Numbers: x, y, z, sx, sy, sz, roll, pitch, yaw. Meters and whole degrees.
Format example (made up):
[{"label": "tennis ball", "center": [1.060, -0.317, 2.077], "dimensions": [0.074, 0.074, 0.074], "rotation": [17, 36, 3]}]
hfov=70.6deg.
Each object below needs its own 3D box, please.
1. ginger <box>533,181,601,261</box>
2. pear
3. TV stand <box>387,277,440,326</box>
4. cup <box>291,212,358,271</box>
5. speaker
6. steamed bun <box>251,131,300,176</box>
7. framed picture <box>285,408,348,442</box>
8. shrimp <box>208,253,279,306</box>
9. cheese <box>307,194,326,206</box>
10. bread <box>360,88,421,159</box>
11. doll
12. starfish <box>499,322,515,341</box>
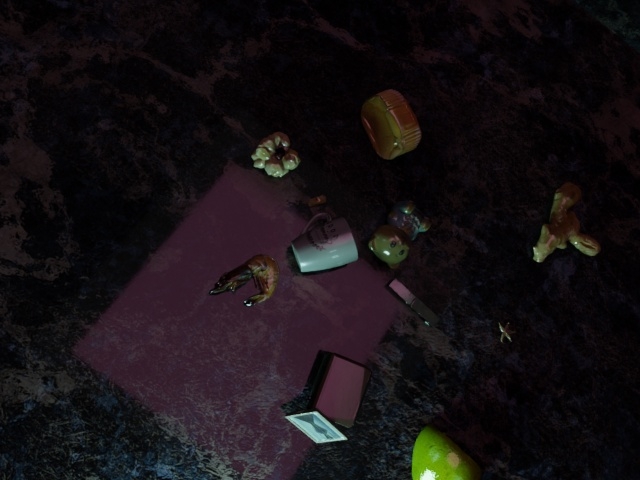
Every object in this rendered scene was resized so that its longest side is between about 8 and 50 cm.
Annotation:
[{"label": "ginger", "center": [1.110, -0.079, 2.081], "dimensions": [0.348, 0.122, 0.362], "rotation": [-12, 91, -21]}, {"label": "pear", "center": [0.476, 0.905, 1.759], "dimensions": [0.288, 0.139, 0.239], "rotation": [43, 83, 1]}, {"label": "TV stand", "center": [0.391, 0.263, 1.912], "dimensions": [0.256, 0.040, 0.049], "rotation": [43, 76, 0]}, {"label": "cup", "center": [0.000, 0.000, 1.839], "dimensions": [0.234, 0.186, 0.258], "rotation": [-17, 53, -6]}, {"label": "speaker", "center": [0.067, 0.563, 1.730], "dimensions": [0.193, 0.153, 0.230], "rotation": [24, 75, -4]}, {"label": "steamed bun", "center": [-0.192, -0.360, 1.892], "dimensions": [0.192, 0.106, 0.177], "rotation": [-33, 85, -14]}, {"label": "framed picture", "center": [-0.014, 0.685, 1.664], "dimensions": [0.203, 0.150, 0.015], "rotation": [51, 35, -27]}, {"label": "shrimp", "center": [-0.287, 0.177, 1.791], "dimensions": [0.289, 0.075, 0.178], "rotation": [-31, 88, -28]}, {"label": "cheese", "center": [-0.016, -0.170, 1.920], "dimensions": [0.083, 0.044, 0.030], "rotation": [-19, 67, -12]}, {"label": "bread", "center": [0.315, -0.511, 1.987], "dimensions": [0.156, 0.204, 0.288], "rotation": [-29, 88, -33]}, {"label": "doll", "center": [0.319, -0.026, 1.894], "dimensions": [0.177, 0.162, 0.260], "rotation": [42, 71, -23]}, {"label": "starfish", "center": [0.808, 0.401, 1.979], "dimensions": [0.086, 0.016, 0.092], "rotation": [33, 77, -1]}]
